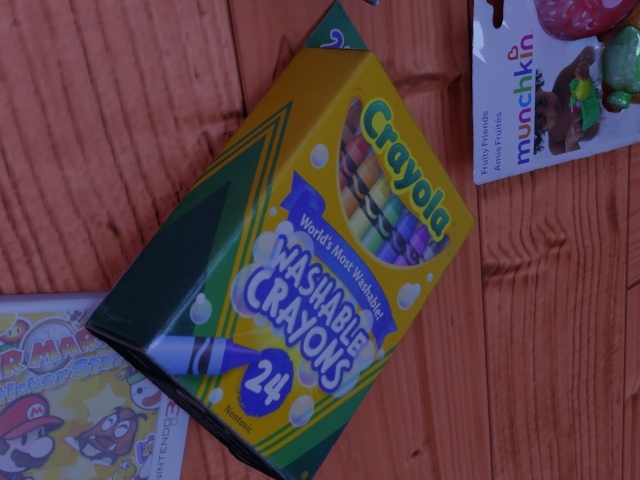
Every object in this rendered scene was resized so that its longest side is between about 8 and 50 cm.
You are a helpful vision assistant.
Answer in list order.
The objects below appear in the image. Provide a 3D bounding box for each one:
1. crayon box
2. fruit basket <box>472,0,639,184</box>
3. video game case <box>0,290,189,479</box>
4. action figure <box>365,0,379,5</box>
[{"bbox_3d":[0.000,0.000,0.730,0.323,0.083,0.203,-56,132,-20],"label":"crayon box"},{"bbox_3d":[0.285,-0.235,0.862,0.353,0.165,0.326,-17,116,-32],"label":"fruit basket"},{"bbox_3d":[-0.192,0.137,0.671,0.227,0.026,0.206,0,105,-41],"label":"video game case"},{"bbox_3d":[-0.031,-0.275,0.591,0.164,0.141,0.275,-32,108,-31],"label":"action figure"}]
